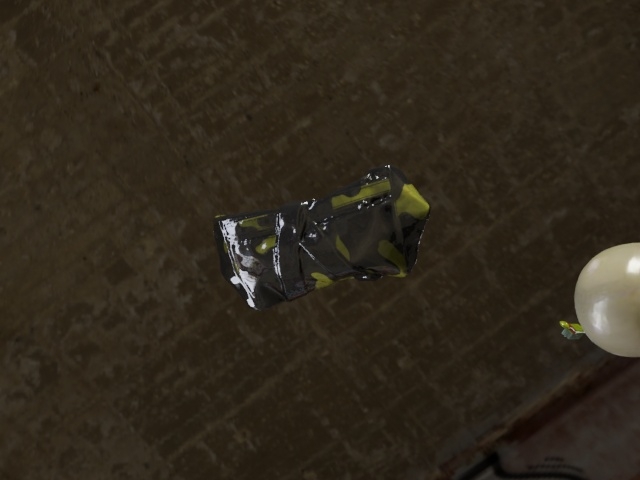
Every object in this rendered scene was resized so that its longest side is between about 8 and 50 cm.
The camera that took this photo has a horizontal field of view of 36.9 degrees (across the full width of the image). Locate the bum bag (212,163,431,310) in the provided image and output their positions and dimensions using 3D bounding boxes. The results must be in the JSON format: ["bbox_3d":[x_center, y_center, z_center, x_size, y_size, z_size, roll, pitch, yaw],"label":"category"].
[{"bbox_3d":[0.000,0.000,0.909,0.232,0.060,0.106,-13,-83,30],"label":"bum bag"}]

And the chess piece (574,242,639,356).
[{"bbox_3d":[0.383,0.047,0.908,0.167,0.300,0.167,15,-112,-41],"label":"chess piece"}]

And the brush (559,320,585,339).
[{"bbox_3d":[0.335,0.121,1.290,0.021,0.019,0.083,-54,-29,11],"label":"brush"}]
